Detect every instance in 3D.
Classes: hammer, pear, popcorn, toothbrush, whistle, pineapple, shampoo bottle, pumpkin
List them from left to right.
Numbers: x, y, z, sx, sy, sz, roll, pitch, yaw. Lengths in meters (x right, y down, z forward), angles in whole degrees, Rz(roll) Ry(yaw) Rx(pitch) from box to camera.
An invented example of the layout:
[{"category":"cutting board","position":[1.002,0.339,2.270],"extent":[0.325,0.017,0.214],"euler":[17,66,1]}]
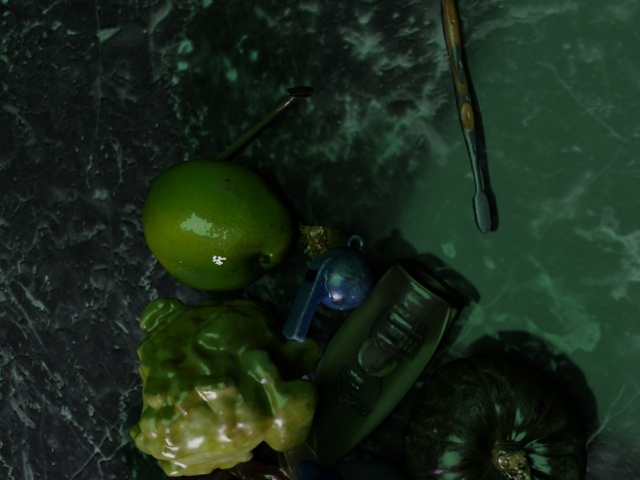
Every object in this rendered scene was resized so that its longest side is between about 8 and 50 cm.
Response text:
[{"category":"pear","position":[-0.141,-0.017,1.038],"extent":[0.220,0.187,0.187],"euler":[28,105,20]},{"category":"popcorn","position":[-0.133,0.178,1.010],"extent":[0.250,0.242,0.234],"euler":[-107,29,-43]},{"category":"hammer","position":[-0.096,-0.161,1.076],"extent":[0.199,0.062,0.013],"euler":[-35,82,29]},{"category":"pineapple","position":[0.000,0.000,1.043],"extent":[0.114,0.114,0.077],"euler":[26,67,38]},{"category":"whistle","position":[0.020,0.066,0.950],"extent":[0.090,0.090,0.157],"euler":[18,82,23]},{"category":"shampoo bottle","position":[0.053,0.190,1.012],"extent":[0.126,0.084,0.350],"euler":[40,110,15]},{"category":"toothbrush","position":[0.186,-0.167,0.950],"extent":[0.023,0.031,0.320],"euler":[-9,91,-2]},{"category":"pumpkin","position":[0.207,0.247,0.884],"extent":[0.224,0.157,0.223],"euler":[1,81,-4]}]

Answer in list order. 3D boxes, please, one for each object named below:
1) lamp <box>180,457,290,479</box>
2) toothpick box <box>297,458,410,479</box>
[{"category":"lamp","position":[-0.157,0.389,1.105],"extent":[0.215,0.151,0.223],"euler":[43,67,11]},{"category":"toothpick box","position":[0.056,0.433,0.907],"extent":[0.263,0.263,0.354],"euler":[-24,92,25]}]
